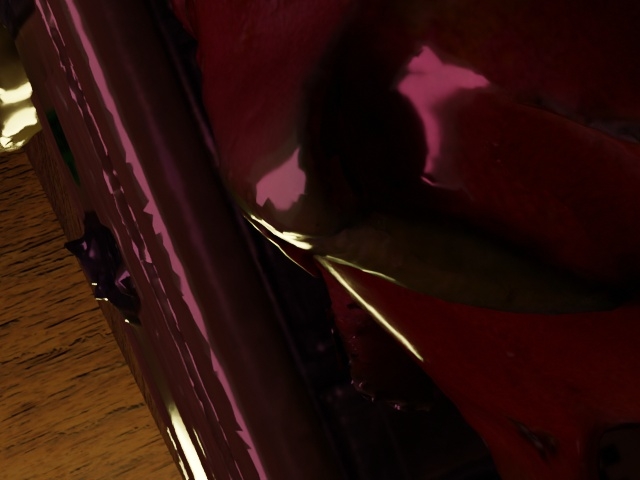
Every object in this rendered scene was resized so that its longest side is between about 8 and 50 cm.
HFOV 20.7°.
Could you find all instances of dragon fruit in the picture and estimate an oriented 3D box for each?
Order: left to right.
[{"bbox_3d":[0.078,-0.035,0.411,0.269,0.198,0.200,44,-145,-26],"label":"dragon fruit"}]

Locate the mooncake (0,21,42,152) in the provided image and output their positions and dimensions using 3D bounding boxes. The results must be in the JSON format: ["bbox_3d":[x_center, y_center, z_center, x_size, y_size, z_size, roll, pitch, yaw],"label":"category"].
[{"bbox_3d":[-0.246,-0.228,1.180,0.324,0.187,0.324,40,157,21],"label":"mooncake"}]

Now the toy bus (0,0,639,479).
[{"bbox_3d":[0.012,-0.031,0.561,0.177,0.202,0.365,180,68,-77],"label":"toy bus"}]
